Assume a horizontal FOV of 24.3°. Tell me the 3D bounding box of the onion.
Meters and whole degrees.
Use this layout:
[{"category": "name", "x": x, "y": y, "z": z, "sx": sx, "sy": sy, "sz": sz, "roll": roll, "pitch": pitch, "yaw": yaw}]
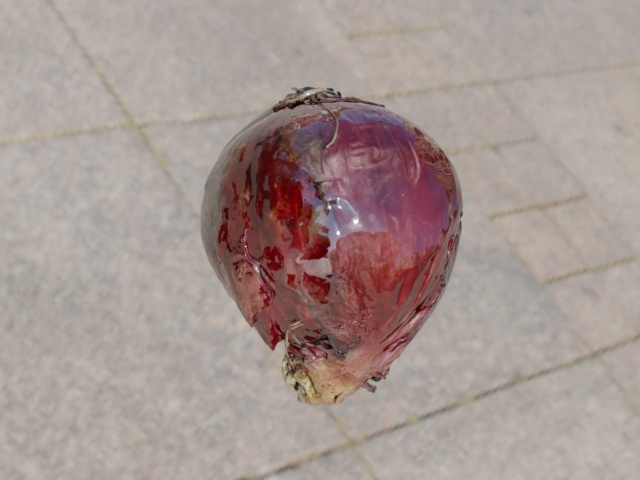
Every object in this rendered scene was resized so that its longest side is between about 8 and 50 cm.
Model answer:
[{"category": "onion", "x": -0.002, "y": -0.021, "z": 1.279, "sx": 0.221, "sy": 0.281, "sz": 0.281, "roll": -8, "pitch": 55, "yaw": -22}]
